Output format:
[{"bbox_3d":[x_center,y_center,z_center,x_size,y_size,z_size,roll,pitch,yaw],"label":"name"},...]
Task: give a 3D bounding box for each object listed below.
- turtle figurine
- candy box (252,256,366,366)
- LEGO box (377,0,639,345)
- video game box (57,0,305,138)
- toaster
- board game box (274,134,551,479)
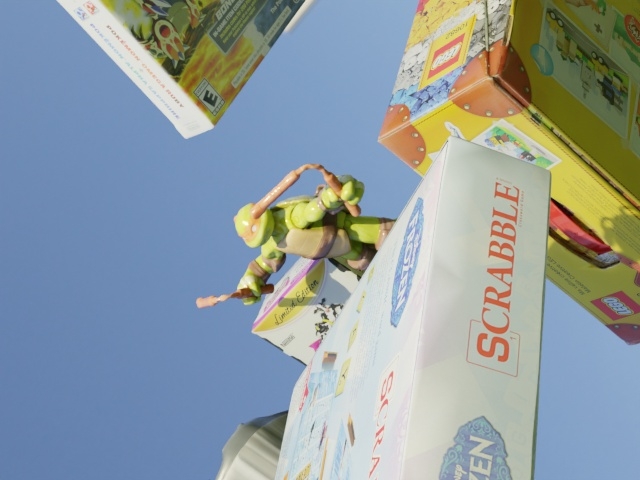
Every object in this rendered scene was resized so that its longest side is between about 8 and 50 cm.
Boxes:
[{"bbox_3d":[0.000,0.000,1.022,0.217,0.269,0.087,10,-126,-25],"label":"turtle figurine"},{"bbox_3d":[0.064,0.100,1.172,0.233,0.159,0.071,34,-140,-11],"label":"candy box"},{"bbox_3d":[0.352,-0.155,1.423,0.500,0.193,0.373,37,-130,-24],"label":"LEGO box"},{"bbox_3d":[-0.105,-0.217,0.828,0.187,0.048,0.205,45,-124,-23],"label":"video game box"},{"bbox_3d":[-0.011,0.226,0.876,0.146,0.129,0.227,29,-177,16],"label":"toaster"},{"bbox_3d":[0.025,0.161,0.592,0.065,0.318,0.319,17,-125,-8],"label":"board game box"}]
